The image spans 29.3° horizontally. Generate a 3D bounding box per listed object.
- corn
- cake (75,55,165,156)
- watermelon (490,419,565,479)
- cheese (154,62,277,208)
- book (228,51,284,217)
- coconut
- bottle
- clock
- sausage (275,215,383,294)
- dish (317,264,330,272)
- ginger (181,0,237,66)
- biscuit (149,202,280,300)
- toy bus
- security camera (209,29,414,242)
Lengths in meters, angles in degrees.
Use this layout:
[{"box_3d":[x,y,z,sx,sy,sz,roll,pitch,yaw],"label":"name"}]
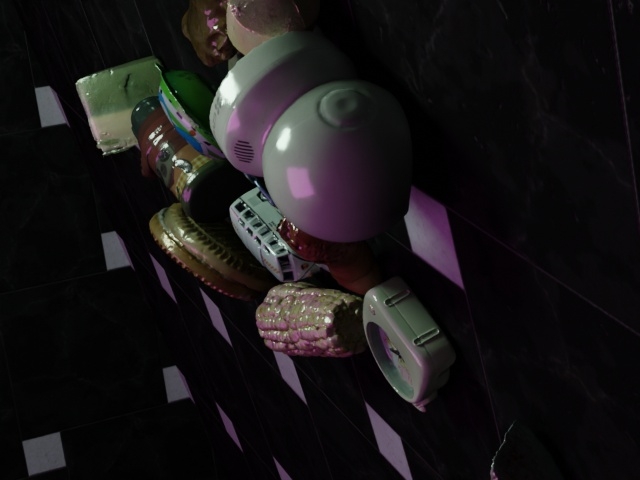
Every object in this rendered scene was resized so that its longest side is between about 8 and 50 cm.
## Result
[{"box_3d":[-0.012,0.126,1.945,0.127,0.126,0.335,65,162,-5],"label":"corn"},{"box_3d":[-0.331,-0.279,2.422,0.283,0.172,0.158,-41,-66,-73],"label":"cake"},{"box_3d":[0.250,0.301,1.472,0.081,0.094,0.180,40,168,47],"label":"watermelon"},{"box_3d":[-0.156,-0.163,1.941,0.320,0.083,0.204,51,-171,15],"label":"cheese"},{"box_3d":[-0.080,-0.171,1.794,0.215,0.025,0.283,94,154,-59],"label":"book"},{"box_3d":[-0.057,-0.278,1.451,0.116,0.116,0.122,59,163,15],"label":"coconut"},{"box_3d":[-0.243,-0.150,2.163,0.271,0.156,0.143,47,-178,35],"label":"bottle"},{"box_3d":[0.118,0.150,1.672,0.151,0.062,0.191,54,162,27],"label":"clock"},{"box_3d":[0.022,0.012,1.602,0.078,0.078,0.304,57,-173,20],"label":"sausage"},{"box_3d":[0.000,0.000,1.843,0.091,0.039,0.137,35,148,59],"label":"dish"},{"box_3d":[-0.142,-0.342,1.664,0.166,0.080,0.333,62,160,17],"label":"ginger"},{"box_3d":[-0.184,0.018,2.176,0.259,0.079,0.259,34,-169,-7],"label":"biscuit"},{"box_3d":[-0.073,-0.006,1.972,0.194,0.089,0.087,46,157,43],"label":"toy bus"},{"box_3d":[0.007,-0.104,1.405,0.236,0.194,0.194,49,159,31],"label":"security camera"}]
